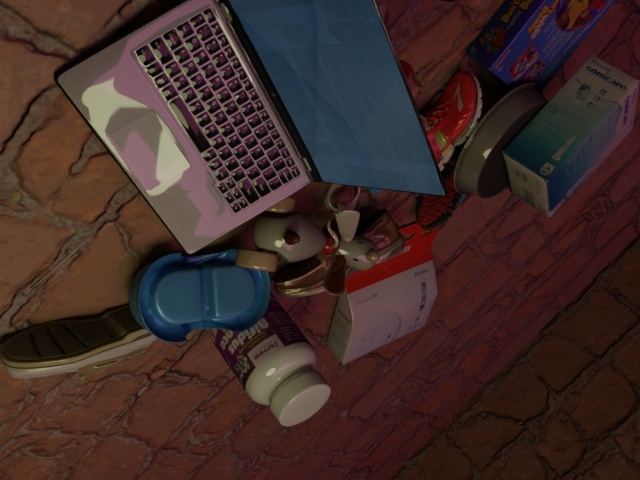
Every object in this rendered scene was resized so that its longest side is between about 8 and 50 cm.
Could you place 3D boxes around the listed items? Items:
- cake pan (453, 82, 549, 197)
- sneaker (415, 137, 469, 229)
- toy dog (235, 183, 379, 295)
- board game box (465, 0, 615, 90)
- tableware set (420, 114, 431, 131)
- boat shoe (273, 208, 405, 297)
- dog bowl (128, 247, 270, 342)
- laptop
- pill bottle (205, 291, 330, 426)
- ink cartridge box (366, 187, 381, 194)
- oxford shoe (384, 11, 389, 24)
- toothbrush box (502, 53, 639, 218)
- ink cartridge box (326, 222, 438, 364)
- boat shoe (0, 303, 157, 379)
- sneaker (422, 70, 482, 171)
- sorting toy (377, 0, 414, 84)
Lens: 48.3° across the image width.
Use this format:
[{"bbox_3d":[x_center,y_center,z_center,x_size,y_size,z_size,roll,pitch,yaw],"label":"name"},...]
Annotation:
[{"bbox_3d":[0.418,-0.211,1.603,0.293,0.054,0.293,-34,150,-24],"label":"cake pan"},{"bbox_3d":[0.342,-0.126,1.747,0.125,0.104,0.261,12,120,-53],"label":"sneaker"},{"bbox_3d":[0.000,0.000,1.416,0.334,0.161,0.220,-12,106,-32],"label":"toy dog"},{"bbox_3d":[0.492,-0.482,1.514,0.233,0.078,0.347,16,117,-52],"label":"board game box"},{"bbox_3d":[0.143,-0.229,1.448,0.141,0.020,0.168,-41,117,0],"label":"tableware set"},{"bbox_3d":[0.033,0.024,1.615,0.325,0.123,0.116,-26,110,-17],"label":"boat shoe"},{"bbox_3d":[-0.235,0.103,1.389,0.297,0.074,0.165,-5,92,-42],"label":"dog bowl"},{"bbox_3d":[-0.091,-0.150,1.041,0.408,0.236,0.382,-31,129,-2],"label":"laptop"},{"bbox_3d":[-0.112,0.240,1.522,0.169,0.301,0.169,-27,144,-22],"label":"pill bottle"},{"bbox_3d":[0.127,-0.147,1.553,0.028,0.048,0.083,10,121,-50],"label":"ink cartridge box"},{"bbox_3d":[0.012,-0.262,1.246,0.130,0.123,0.348,3,128,-53],"label":"oxford shoe"},{"bbox_3d":[0.556,-0.224,1.587,0.295,0.126,0.216,-47,152,-1],"label":"toothbrush box"},{"bbox_3d":[0.192,0.132,1.900,0.308,0.091,0.384,-19,141,-31],"label":"ink cartridge box"},{"bbox_3d":[-0.436,0.207,1.331,0.302,0.113,0.103,-11,130,-39],"label":"boat shoe"},{"bbox_3d":[0.243,-0.236,1.527,0.118,0.107,0.279,9,119,-37],"label":"sneaker"},{"bbox_3d":[0.022,-0.318,1.114,0.275,0.046,0.132,7,109,-8],"label":"sorting toy"}]
